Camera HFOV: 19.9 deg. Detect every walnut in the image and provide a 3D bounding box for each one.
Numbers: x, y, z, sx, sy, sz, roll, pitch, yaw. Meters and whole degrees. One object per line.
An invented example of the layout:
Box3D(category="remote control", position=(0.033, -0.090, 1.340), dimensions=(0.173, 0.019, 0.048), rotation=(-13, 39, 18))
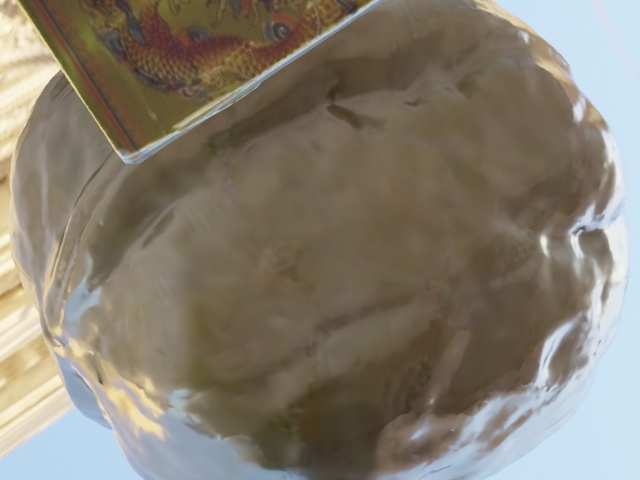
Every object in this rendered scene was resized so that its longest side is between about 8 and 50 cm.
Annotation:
Box3D(category="walnut", position=(0.000, 0.000, 1.118), dimensions=(0.381, 0.381, 0.381), rotation=(7, -111, -20))

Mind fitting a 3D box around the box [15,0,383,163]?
Box3D(category="box", position=(-0.004, -0.095, 0.430), dimensions=(0.156, 0.022, 0.089), rotation=(-35, -91, 5))
